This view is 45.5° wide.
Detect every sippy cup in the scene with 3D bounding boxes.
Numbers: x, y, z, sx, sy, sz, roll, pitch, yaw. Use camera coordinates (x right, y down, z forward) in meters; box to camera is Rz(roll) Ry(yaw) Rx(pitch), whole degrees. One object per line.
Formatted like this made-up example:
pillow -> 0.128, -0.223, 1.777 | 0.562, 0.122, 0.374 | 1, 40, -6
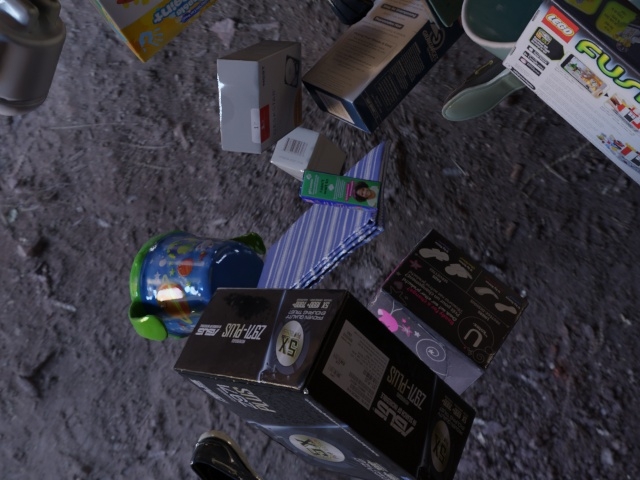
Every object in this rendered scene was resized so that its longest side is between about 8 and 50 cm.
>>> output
sippy cup -> -0.242, 0.089, 1.606 | 0.240, 0.224, 0.305 | 34, 62, -42

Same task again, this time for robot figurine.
robot figurine -> -0.730, -0.442, 1.815 | 0.200, 0.300, 0.353 | 41, 127, 7

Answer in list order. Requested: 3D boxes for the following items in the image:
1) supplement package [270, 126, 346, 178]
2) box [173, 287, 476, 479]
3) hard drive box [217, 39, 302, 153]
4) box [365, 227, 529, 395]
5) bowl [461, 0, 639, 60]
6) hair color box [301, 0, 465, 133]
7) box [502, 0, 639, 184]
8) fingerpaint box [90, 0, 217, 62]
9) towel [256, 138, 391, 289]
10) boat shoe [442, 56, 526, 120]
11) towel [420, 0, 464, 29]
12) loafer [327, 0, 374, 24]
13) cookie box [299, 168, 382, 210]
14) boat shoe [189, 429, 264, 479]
supplement package -> -0.026, -0.204, 1.889 | 0.105, 0.179, 0.105 | 18, 87, 26
box -> 0.006, 0.115, 0.584 | 0.180, 0.147, 0.077 | 45, 59, -34
hard drive box -> -0.117, -0.295, 1.541 | 0.089, 0.232, 0.181 | 8, 116, 18
box -> 0.126, 0.135, 1.015 | 0.163, 0.142, 0.247 | 38, 140, 8
bowl -> 0.336, -0.280, 0.876 | 0.311, 0.311, 0.163 | -40, 120, 10
hair color box -> 0.144, -0.397, 1.578 | 0.347, 0.174, 0.105 | -48, 138, -8
box -> 0.229, -0.089, 0.534 | 0.207, 0.114, 0.036 | 43, 81, 5
fingerpaint box -> -0.326, -0.663, 1.611 | 0.445, 0.371, 0.163 | -42, 63, -4
towel -> 0.000, 0.000, 1.271 | 0.040, 0.243, 0.336 | 36, 125, -18
boat shoe -> 0.346, -0.322, 1.552 | 0.227, 0.069, 0.081 | -28, 138, 31
towel -> 0.180, -0.530, 1.085 | 0.271, 0.040, 0.370 | -43, 125, 0
loafer -> 0.020, -0.536, 1.521 | 0.078, 0.076, 0.223 | -31, 108, 36
cookie box -> 0.029, -0.067, 1.054 | 0.107, 0.092, 0.040 | 9, 89, 3
boat shoe -> -0.125, 0.432, 1.279 | 0.095, 0.079, 0.254 | -25, 108, 25
